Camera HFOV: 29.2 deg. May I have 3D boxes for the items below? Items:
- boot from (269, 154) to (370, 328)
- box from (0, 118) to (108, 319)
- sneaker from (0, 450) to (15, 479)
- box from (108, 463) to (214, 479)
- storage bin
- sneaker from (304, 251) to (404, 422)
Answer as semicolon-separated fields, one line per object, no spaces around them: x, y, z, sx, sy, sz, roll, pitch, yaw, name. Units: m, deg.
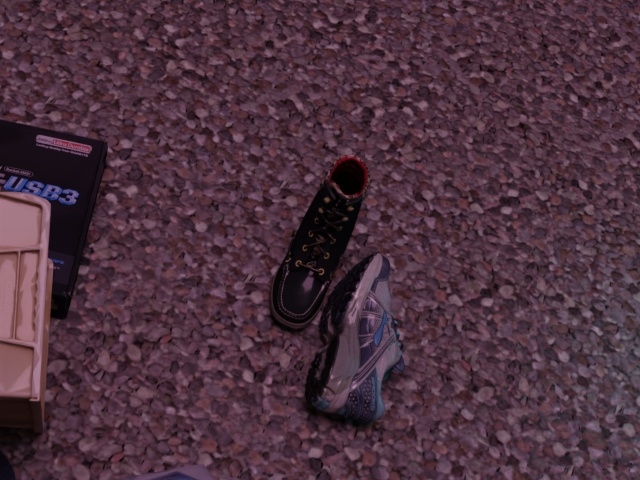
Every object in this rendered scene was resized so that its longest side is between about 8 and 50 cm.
-0.001;-0.001;1.824;0.085;0.178;0.236;23;51;1;boot
-0.482;-0.050;1.788;0.296;0.073;0.293;13;53;-8;box
-0.456;0.281;1.564;0.144;0.059;0.053;34;22;-4;sneaker
-0.233;0.350;1.527;0.233;0.044;0.159;-7;19;-20;box
-0.403;0.093;1.541;0.123;0.262;0.260;3;73;-10;storage bin
0.065;0.146;1.803;0.122;0.110;0.283;31;52;-16;sneaker
